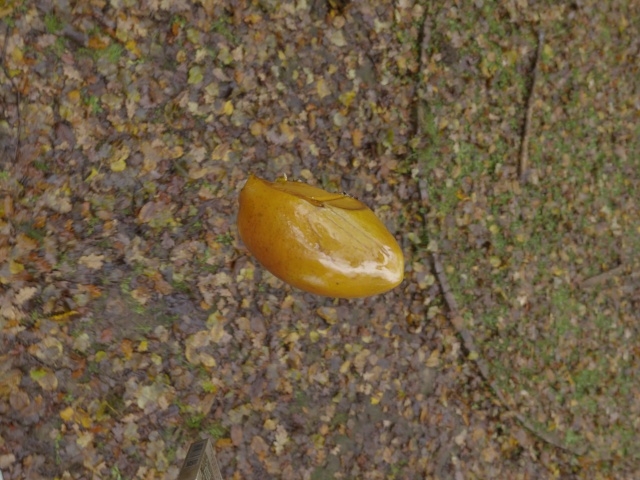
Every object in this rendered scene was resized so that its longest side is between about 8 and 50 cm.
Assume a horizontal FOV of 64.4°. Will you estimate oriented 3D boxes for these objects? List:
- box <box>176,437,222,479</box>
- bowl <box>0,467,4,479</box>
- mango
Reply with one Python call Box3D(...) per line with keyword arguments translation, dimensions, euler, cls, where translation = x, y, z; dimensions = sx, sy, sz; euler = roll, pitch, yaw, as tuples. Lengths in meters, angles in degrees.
Box3D(translation=(-0.121, 0.244, 0.512), dimensions=(0.024, 0.083, 0.053), euler=(-16, 97, -4), cls="box")
Box3D(translation=(-0.207, 0.213, 0.231), dimensions=(0.126, 0.237, 0.238), euler=(-12, 93, -28), cls="bowl")
Box3D(translation=(0.000, 0.000, 0.707), dimensions=(0.154, 0.252, 0.126), euler=(-44, 155, -49), cls="mango")
